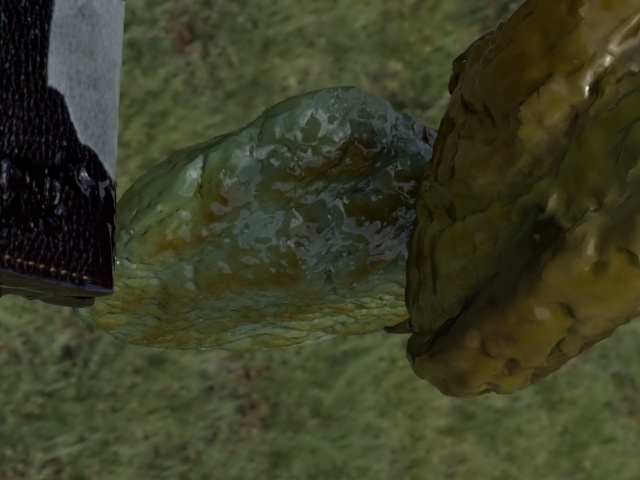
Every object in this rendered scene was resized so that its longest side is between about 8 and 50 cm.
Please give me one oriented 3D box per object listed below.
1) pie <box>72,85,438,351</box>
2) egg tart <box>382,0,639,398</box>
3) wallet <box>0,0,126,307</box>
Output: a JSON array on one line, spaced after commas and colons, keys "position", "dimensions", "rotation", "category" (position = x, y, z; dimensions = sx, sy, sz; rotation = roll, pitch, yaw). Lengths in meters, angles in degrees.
[{"position": [-0.008, 0.004, 1.076], "dimensions": [0.274, 0.257, 0.106], "rotation": [8, 54, -41], "category": "pie"}, {"position": [0.150, -0.063, 0.844], "dimensions": [0.153, 0.339, 0.351], "rotation": [52, 21, -1], "category": "egg tart"}, {"position": [-0.168, -0.096, 0.708], "dimensions": [0.262, 0.071, 0.221], "rotation": [17, 69, -55], "category": "wallet"}]
